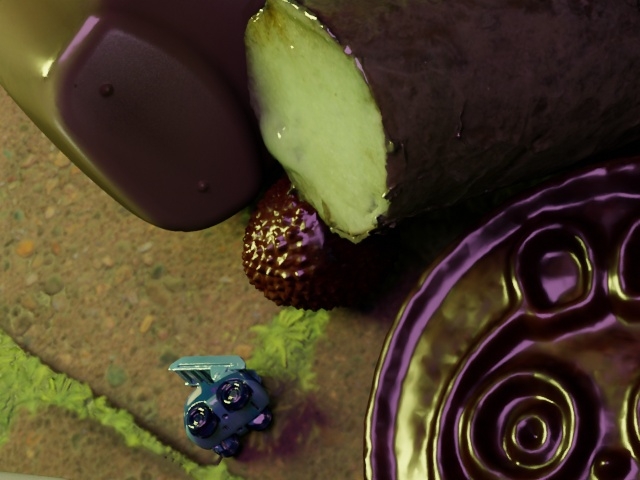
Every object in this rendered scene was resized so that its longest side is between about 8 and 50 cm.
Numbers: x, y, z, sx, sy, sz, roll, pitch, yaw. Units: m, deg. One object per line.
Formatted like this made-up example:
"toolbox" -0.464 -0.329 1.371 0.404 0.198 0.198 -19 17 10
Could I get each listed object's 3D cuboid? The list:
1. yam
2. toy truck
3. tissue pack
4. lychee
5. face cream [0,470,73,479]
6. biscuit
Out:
"yam" 0.114 -0.129 1.027 0.300 0.195 0.195 -21 57 -19
"toy truck" -0.086 0.126 1.143 0.073 0.056 0.090 -38 45 1
"tissue pack" -0.087 -0.221 1.157 0.387 0.267 0.277 -44 40 0
"lychee" -0.003 -0.002 1.116 0.129 0.123 0.123 -15 63 16
"face cream" -0.338 0.253 1.156 0.291 0.071 0.144 2 57 16
"biscuit" 0.208 0.127 0.960 0.407 0.091 0.407 -13 63 28
